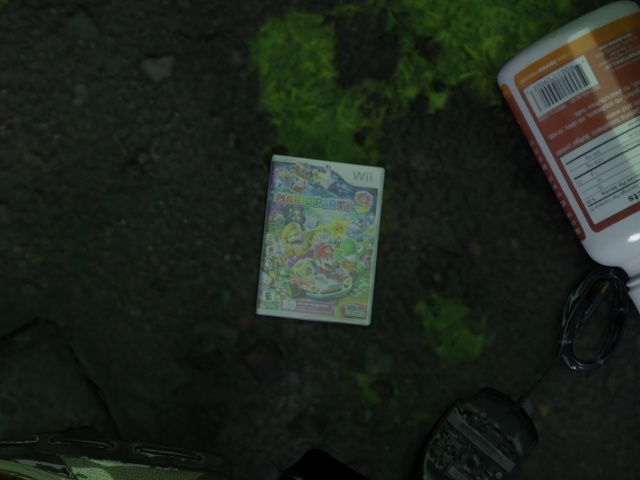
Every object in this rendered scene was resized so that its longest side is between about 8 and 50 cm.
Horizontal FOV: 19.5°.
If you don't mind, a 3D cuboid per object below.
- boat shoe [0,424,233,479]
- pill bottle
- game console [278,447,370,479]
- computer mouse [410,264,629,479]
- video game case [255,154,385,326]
[{"bbox_3d":[-0.170,0.170,1.332,0.223,0.080,0.073,9,48,8],"label":"boat shoe"},{"bbox_3d":[0.230,-0.059,1.386,0.121,0.121,0.216,-26,86,-10],"label":"pill bottle"},{"bbox_3d":[0.018,0.216,1.332,0.122,0.071,0.107,31,74,10],"label":"game console"},{"bbox_3d":[0.151,0.115,1.398,0.071,0.041,0.242,43,73,2],"label":"computer mouse"},{"bbox_3d":[0.000,0.000,1.405,0.087,0.011,0.122,7,81,-6],"label":"video game case"}]
